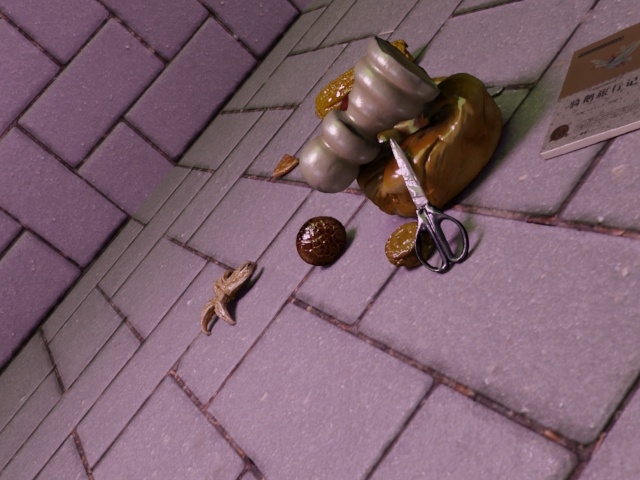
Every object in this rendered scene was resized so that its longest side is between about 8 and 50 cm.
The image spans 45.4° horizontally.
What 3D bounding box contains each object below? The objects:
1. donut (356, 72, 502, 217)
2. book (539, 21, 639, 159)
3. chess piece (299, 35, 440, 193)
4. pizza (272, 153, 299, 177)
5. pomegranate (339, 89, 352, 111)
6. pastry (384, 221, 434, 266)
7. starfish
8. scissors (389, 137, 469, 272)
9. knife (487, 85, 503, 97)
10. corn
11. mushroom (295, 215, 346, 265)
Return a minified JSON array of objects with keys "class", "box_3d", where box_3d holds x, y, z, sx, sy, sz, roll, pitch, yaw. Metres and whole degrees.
[{"class":"donut","box_3d":[0.234,-0.215,1.678,0.360,0.170,0.360,-39,27,24]},{"class":"book","box_3d":[0.544,-0.295,1.452,0.217,0.021,0.310,-18,37,49]},{"class":"chess piece","box_3d":[0.081,-0.242,1.602,0.330,0.182,0.182,-50,21,20]},{"class":"pizza","box_3d":[-0.101,-0.242,2.468,0.099,0.029,0.100,-6,49,46]},{"class":"pomegranate","box_3d":[0.130,-0.364,2.158,0.159,0.129,0.129,2,49,27]},{"class":"pastry","box_3d":[0.181,0.009,1.557,0.109,0.057,0.097,-53,26,-9]},{"class":"starfish","box_3d":[-0.254,0.150,2.079,0.238,0.071,0.216,-55,18,0]},{"class":"scissors","box_3d":[0.196,-0.079,1.500,0.109,0.022,0.299,-34,64,26]},{"class":"knife","box_3d":[0.302,-0.299,1.871,0.336,0.043,0.081,-24,26,31]},{"class":"corn","box_3d":[0.125,-0.479,2.325,0.363,0.120,0.120,-34,27,29]},{"class":"mushroom","box_3d":[0.003,0.001,1.819,0.085,0.109,0.126,20,86,60]}]
